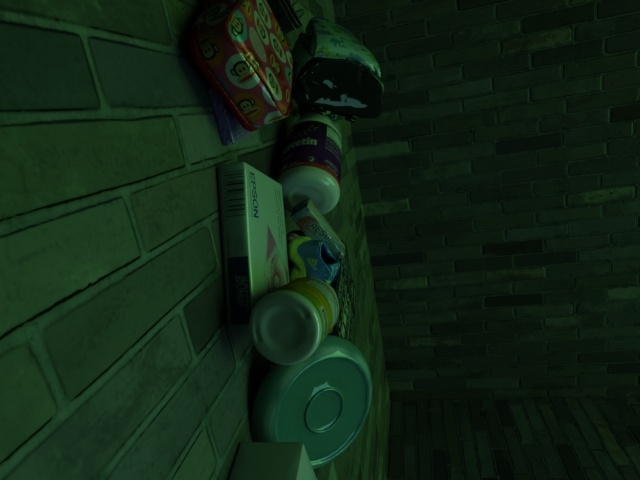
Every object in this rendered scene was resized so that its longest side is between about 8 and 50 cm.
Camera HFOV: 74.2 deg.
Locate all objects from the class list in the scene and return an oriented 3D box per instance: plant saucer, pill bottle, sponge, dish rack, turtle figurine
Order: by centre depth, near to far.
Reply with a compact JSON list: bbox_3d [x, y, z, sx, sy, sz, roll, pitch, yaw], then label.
[{"bbox_3d":[-0.038,0.149,0.868,0.246,0.136,0.136,-16,100,-76],"label":"pill bottle"},{"bbox_3d":[0.001,0.370,0.942,0.318,0.044,0.317,-6,101,-33],"label":"plant saucer"},{"bbox_3d":[-0.180,-0.297,0.948,0.210,0.031,0.117,-64,145,-60],"label":"sponge"},{"bbox_3d":[-0.119,-0.703,1.205,0.208,0.074,0.271,57,24,-25],"label":"dish rack"},{"bbox_3d":[-0.028,-0.237,1.259,0.181,0.182,0.322,69,19,-48],"label":"pill bottle"},{"bbox_3d":[-0.017,-0.494,1.552,0.175,0.118,0.234,51,26,9],"label":"turtle figurine"}]

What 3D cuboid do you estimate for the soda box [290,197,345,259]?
[{"bbox_3d":[-0.005,-0.025,1.163,0.183,0.058,0.063,52,21,-21],"label":"soda box"}]

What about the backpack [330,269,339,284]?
[{"bbox_3d":[0.007,0.113,1.444,0.120,0.098,0.101,-32,144,-76],"label":"backpack"}]

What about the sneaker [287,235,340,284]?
[{"bbox_3d":[-0.011,0.106,1.051,0.091,0.126,0.240,-21,102,-52],"label":"sneaker"}]

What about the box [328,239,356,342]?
[{"bbox_3d":[0.062,0.241,1.611,0.395,0.097,0.318,-82,159,-47],"label":"box"}]

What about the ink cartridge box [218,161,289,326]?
[{"bbox_3d":[-0.126,0.016,0.979,0.330,0.072,0.324,12,72,-75],"label":"ink cartridge box"}]

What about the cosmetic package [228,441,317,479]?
[{"bbox_3d":[-0.085,0.532,0.766,0.224,0.138,0.224,-76,154,-57],"label":"cosmetic package"}]

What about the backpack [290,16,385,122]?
[{"bbox_3d":[0.033,-0.561,1.371,0.355,0.290,0.273,-119,-140,-59],"label":"backpack"}]

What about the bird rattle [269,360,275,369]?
[{"bbox_3d":[-0.019,0.342,1.025,0.143,0.207,0.253,-144,-128,-76],"label":"bird rattle"}]

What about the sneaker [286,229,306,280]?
[{"bbox_3d":[-0.055,0.130,1.167,0.131,0.112,0.318,-9,86,-70],"label":"sneaker"}]

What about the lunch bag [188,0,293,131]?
[{"bbox_3d":[-0.137,-0.375,0.878,0.258,0.120,0.293,52,28,-42],"label":"lunch bag"}]
